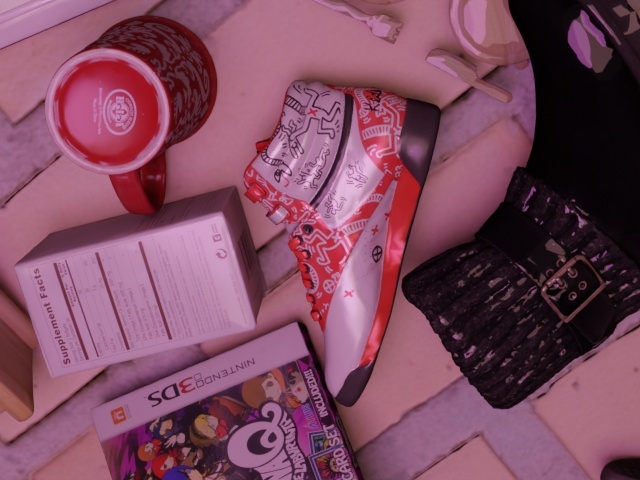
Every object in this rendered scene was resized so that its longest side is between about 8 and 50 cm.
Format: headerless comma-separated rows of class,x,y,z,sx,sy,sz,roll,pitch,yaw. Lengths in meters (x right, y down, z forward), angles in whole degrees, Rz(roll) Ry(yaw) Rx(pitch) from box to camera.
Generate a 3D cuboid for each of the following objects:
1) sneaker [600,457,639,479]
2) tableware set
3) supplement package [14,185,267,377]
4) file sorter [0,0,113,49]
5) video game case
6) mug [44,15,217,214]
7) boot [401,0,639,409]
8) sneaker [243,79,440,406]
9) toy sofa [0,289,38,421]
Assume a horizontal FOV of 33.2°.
sneaker,0.352,0.275,0.970,0.227,0.087,0.130,16,99,-8
tableware set,0.100,-0.212,0.870,0.194,0.039,0.128,27,108,-3
supplement package,-0.148,0.033,0.912,0.179,0.105,0.105,-14,105,6
file sorter,-0.259,-0.290,0.792,0.192,0.173,0.278,-21,104,8
video game case,-0.070,0.216,0.939,0.210,0.042,0.232,-23,75,8
mug,-0.138,-0.098,0.842,0.113,0.169,0.150,-28,102,9
boot,0.165,-0.038,0.845,0.260,0.131,0.348,-29,114,9
sneaker,0.000,-0.001,0.908,0.145,0.090,0.270,14,104,2
toy sofa,-0.434,0.139,0.936,0.362,0.177,0.150,-31,125,5
